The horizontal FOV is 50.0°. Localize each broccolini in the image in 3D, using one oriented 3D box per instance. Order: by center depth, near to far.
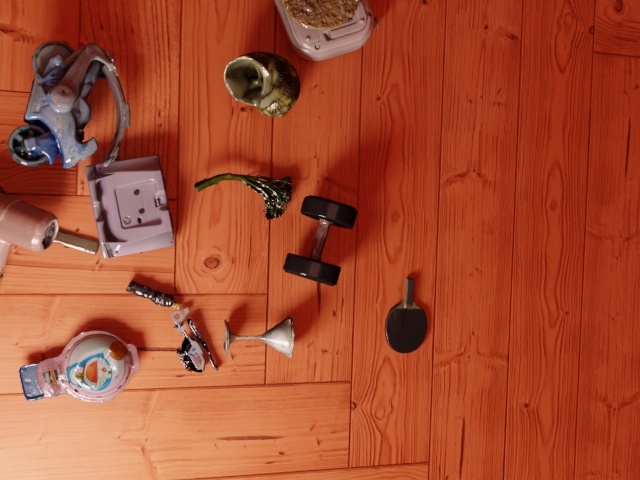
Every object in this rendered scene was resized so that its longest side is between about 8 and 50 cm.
[{"bbox_3d":[-0.201,-0.115,1.818,0.271,0.062,0.123,1,77,-21],"label":"broccolini"}]

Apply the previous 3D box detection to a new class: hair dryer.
[{"bbox_3d":[-0.770,0.064,1.651,0.189,0.107,0.344,22,100,0],"label":"hair dryer"}]

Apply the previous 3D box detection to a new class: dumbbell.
[{"bbox_3d":[0.000,0.000,1.832,0.152,0.152,0.218,17,87,-15],"label":"dumbbell"}]

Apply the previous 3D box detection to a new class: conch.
[{"bbox_3d":[-0.144,-0.404,1.796,0.187,0.124,0.181,-11,106,10],"label":"conch"}]

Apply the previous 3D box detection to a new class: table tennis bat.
[{"bbox_3d":[0.251,0.218,1.980,0.130,0.019,0.220,4,93,-17],"label":"table tennis bat"}]

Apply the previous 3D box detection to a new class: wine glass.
[{"bbox_3d":[-0.165,0.258,1.825,0.183,0.122,0.122,1,92,-9],"label":"wine glass"}]

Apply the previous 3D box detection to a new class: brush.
[{"bbox_3d":[-0.651,-0.008,1.716,0.190,0.027,0.034,19,89,-16],"label":"brush"}]

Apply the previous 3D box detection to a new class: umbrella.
[{"bbox_3d":[-0.432,0.144,1.778,0.144,0.040,0.037,24,77,-16],"label":"umbrella"}]

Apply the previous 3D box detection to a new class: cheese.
[{"bbox_3d":[-0.600,0.326,1.721,0.286,0.074,0.189,-11,94,-14],"label":"cheese"}]

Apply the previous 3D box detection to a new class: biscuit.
[{"bbox_3d":[-0.002,-0.647,1.764,0.219,0.033,0.220,0,88,-5],"label":"biscuit"}]

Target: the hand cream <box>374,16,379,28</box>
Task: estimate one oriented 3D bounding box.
[{"bbox_3d":[0.060,-0.570,1.885,0.209,0.043,0.067,-18,91,-9],"label":"hand cream"}]

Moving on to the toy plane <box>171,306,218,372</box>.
[{"bbox_3d":[-0.343,0.275,1.805,0.078,0.053,0.197,-28,100,-21],"label":"toy plane"}]

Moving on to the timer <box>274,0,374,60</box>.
[{"bbox_3d":[0.010,-0.622,1.823,0.237,0.087,0.262,-20,88,-6],"label":"timer"}]

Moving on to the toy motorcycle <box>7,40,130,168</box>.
[{"bbox_3d":[-0.584,-0.311,1.628,0.241,0.182,0.319,12,82,-1],"label":"toy motorcycle"}]

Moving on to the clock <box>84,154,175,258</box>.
[{"bbox_3d":[-0.479,-0.088,1.731,0.186,0.083,0.253,-12,95,-15],"label":"clock"}]
